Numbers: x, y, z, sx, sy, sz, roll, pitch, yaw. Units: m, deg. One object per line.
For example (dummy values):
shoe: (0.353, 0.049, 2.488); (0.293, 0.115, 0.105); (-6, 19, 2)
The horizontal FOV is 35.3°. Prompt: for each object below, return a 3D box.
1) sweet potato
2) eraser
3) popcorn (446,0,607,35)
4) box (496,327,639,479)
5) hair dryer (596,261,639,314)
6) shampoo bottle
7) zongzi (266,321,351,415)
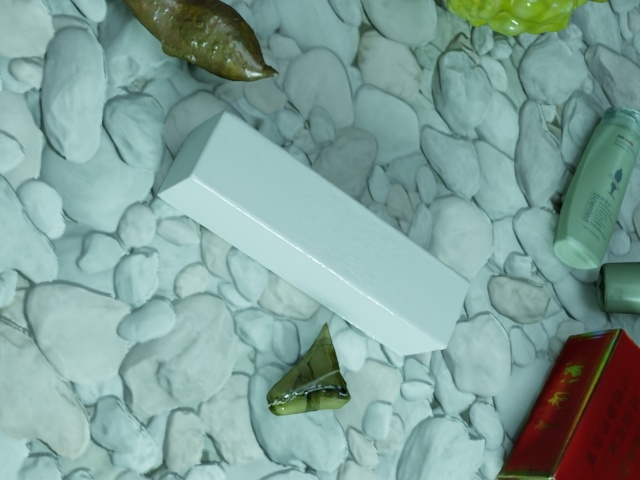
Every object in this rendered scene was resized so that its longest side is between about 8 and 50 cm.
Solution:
sweet potato: (-0.134, -0.204, 0.906); (0.226, 0.068, 0.068); (32, 62, -2)
eraser: (0.000, 0.001, 0.932); (0.298, 0.076, 0.078); (34, 64, -21)
popcorn: (0.212, -0.348, 1.060); (0.241, 0.235, 0.250); (6, 55, -8)
box: (0.352, 0.273, 1.087); (0.313, 0.089, 0.197); (45, 58, -15)
hair dryer: (0.447, 0.009, 1.178); (0.296, 0.119, 0.298); (-14, 49, -11)
shampoo bottle: (0.327, -0.064, 1.171); (0.072, 0.049, 0.212); (36, 62, -17)
zongzi: (-0.017, 0.116, 0.921); (0.076, 0.040, 0.083); (-3, 69, -26)
